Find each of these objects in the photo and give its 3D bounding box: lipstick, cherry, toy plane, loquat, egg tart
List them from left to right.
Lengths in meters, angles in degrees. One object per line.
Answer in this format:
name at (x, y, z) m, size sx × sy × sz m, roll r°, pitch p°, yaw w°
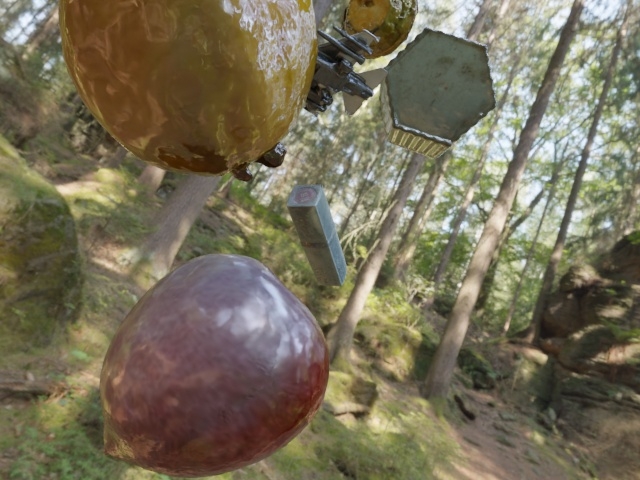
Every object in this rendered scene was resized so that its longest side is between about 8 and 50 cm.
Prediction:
loquat at (-0.107, -0.173, 0.398) m, size 0.193 × 0.238 × 0.238 m, roll 6°, pitch -25°, yaw 24°
cherry at (-0.120, 0.132, 0.483) m, size 0.239 × 0.239 × 0.206 m, roll 27°, pitch -46°, yaw -2°
toy plane at (-0.001, -0.256, 0.653) m, size 0.234 × 0.082 × 0.160 m, roll 12°, pitch -40°, yaw -36°
lipstick at (0.000, 0.000, 1.043) m, size 0.076 × 0.077 × 0.290 m, roll -1°, pitch -42°, yaw 19°
egg tart at (0.134, -0.553, 1.090) m, size 0.212 × 0.213 × 0.090 m, roll 14°, pitch 4°, yaw 32°

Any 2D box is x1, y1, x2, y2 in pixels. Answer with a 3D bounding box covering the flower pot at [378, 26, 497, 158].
flower pot at (0.237, -0.302, 0.946) m, size 0.209 × 0.239 × 0.189 m, roll -10°, pitch 4°, yaw 6°
